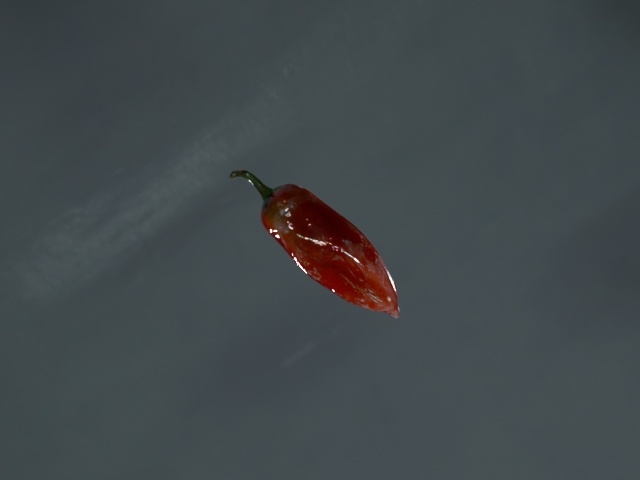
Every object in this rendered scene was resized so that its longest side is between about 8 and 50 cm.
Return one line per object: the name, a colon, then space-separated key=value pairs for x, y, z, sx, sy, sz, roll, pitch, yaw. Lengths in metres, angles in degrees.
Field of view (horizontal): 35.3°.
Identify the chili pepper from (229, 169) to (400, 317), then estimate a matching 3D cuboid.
chili pepper: x=0.001 y=-0.001 z=0.860 sx=0.059 sy=0.191 sz=0.050 roll=-45 pitch=-171 yaw=13
